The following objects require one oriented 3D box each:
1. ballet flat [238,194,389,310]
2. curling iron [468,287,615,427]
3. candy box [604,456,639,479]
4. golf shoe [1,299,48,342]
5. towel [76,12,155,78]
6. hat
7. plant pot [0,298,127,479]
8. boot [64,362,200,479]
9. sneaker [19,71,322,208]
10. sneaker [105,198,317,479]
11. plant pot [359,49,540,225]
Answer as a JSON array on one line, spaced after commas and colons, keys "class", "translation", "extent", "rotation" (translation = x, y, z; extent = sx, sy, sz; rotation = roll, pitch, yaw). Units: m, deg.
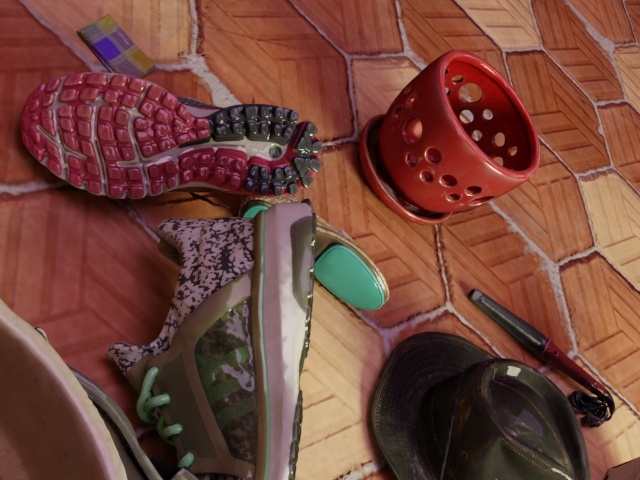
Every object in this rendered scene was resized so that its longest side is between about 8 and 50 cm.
[{"class": "ballet flat", "translation": [0.000, 0.000, 1.118], "extent": [0.206, 0.073, 0.067], "rotation": [39, 33, -20]}, {"class": "curling iron", "translation": [0.301, 0.155, 1.323], "extent": [0.274, 0.035, 0.068], "rotation": [44, 40, -12]}, {"class": "candy box", "translation": [0.440, 0.309, 1.192], "extent": [0.071, 0.233, 0.159], "rotation": [53, 41, -1]}, {"class": "golf shoe", "translation": [-0.301, 0.076, 0.776], "extent": [0.198, 0.077, 0.094], "rotation": [32, 33, -33]}, {"class": "towel", "translation": [-0.224, -0.211, 1.096], "extent": [0.083, 0.009, 0.060], "rotation": [49, 41, -6]}, {"class": "hat", "translation": [0.218, 0.232, 1.113], "extent": [0.331, 0.134, 0.331], "rotation": [26, 46, -30]}, {"class": "plant pot", "translation": [-0.307, 0.202, 0.487], "extent": [0.334, 0.305, 0.333], "rotation": [24, 48, -30]}, {"class": "boot", "translation": [-0.209, 0.220, 0.697], "extent": [0.263, 0.091, 0.229], "rotation": [44, 67, -8]}, {"class": "sneaker", "translation": [-0.154, -0.092, 1.008], "extent": [0.299, 0.112, 0.120], "rotation": [9, 88, -23]}, {"class": "sneaker", "translation": [-0.106, 0.146, 0.893], "extent": [0.182, 0.158, 0.410], "rotation": [5, 60, 1]}, {"class": "plant pot", "translation": [0.162, -0.121, 1.277], "extent": [0.191, 0.174, 0.191], "rotation": [25, 47, -30]}]
